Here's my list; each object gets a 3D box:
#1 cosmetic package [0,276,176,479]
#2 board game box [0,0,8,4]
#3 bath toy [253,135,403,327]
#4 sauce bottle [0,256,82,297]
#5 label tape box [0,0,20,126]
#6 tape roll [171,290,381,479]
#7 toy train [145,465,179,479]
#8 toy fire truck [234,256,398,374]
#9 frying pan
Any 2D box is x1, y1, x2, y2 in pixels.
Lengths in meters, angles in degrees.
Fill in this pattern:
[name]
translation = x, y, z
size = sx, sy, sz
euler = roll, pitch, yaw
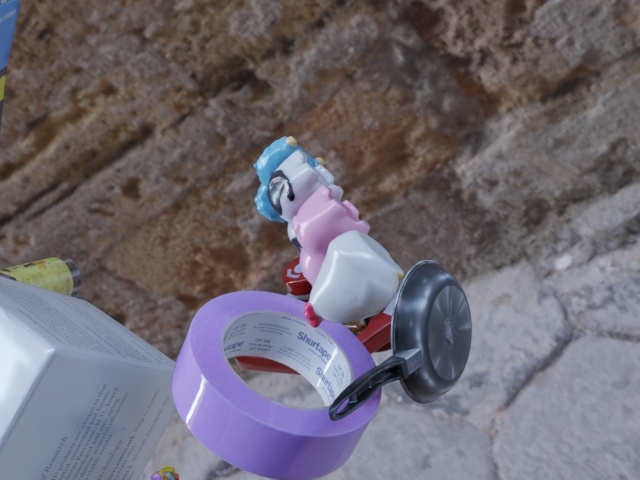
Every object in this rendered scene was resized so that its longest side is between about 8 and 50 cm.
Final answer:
[cosmetic package]
translation = -0.513, 0.279, 1.694
size = 0.329, 0.393, 0.328
euler = 29, 90, 31
[board game box]
translation = -0.551, -0.363, 1.494
size = 0.039, 0.124, 0.260
euler = -127, 54, -63
[bath toy]
translation = 0.000, 0.000, 1.253
size = 0.129, 0.151, 0.348
euler = -47, 32, 11
[sauce bottle]
translation = -0.691, 0.114, 2.142
size = 0.111, 0.344, 0.112
euler = 6, 102, 31
[label tape box]
translation = -0.376, -0.045, 0.839
size = 0.241, 0.105, 0.334
euler = -75, 1, -64
[tape roll]
translation = -0.059, 0.190, 1.302
size = 0.275, 0.274, 0.090
euler = -110, 36, -50
[toy train]
translation = -0.270, 0.453, 1.636
size = 0.046, 0.166, 0.125
euler = -14, 88, 3
[toy fire truck]
translation = 0.012, 0.164, 1.800
size = 0.302, 0.169, 0.254
euler = 1, 37, 37
[frying pan]
translation = 0.120, 0.122, 1.259
size = 0.053, 0.326, 0.197
euler = -1, 87, 34
